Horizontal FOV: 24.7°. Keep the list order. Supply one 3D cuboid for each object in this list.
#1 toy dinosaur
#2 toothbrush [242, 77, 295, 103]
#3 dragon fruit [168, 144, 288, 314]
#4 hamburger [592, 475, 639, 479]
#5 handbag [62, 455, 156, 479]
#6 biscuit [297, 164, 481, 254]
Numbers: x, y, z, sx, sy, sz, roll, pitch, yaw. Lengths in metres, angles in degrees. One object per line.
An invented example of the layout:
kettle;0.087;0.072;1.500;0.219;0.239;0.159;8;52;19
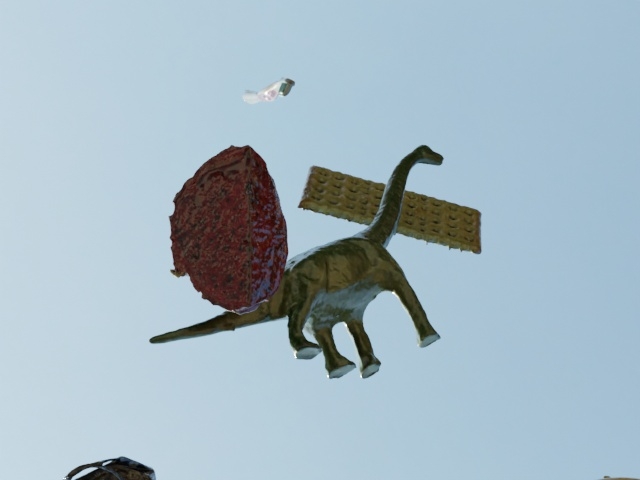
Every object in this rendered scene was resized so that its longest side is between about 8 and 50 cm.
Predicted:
toy dinosaur;0.000;0.000;1.547;0.087;0.447;0.300;-51;-132;43
toothbrush;-0.052;-0.149;1.463;0.022;0.017;0.204;-62;-167;-4
dragon fruit;-0.088;-0.005;1.415;0.106;0.083;0.162;-8;-97;32
hamburger;0.253;0.307;1.347;0.210;0.173;0.116;-24;-167;21
handbag;-0.261;0.300;1.732;0.115;0.139;0.072;-24;-123;4
biscuit;0.091;-0.039;1.823;0.231;0.016;0.139;16;-156;-1
